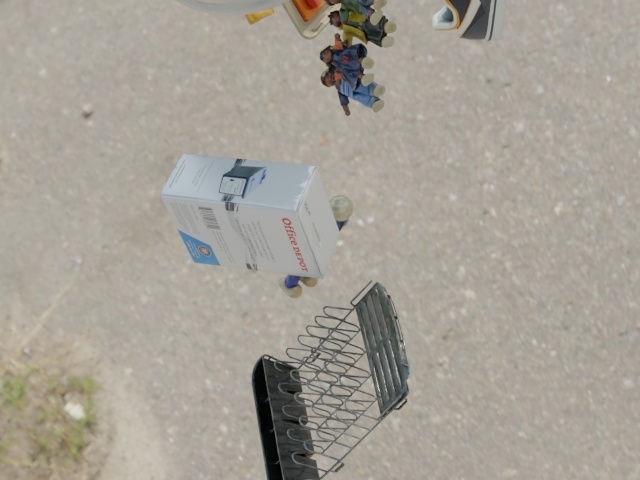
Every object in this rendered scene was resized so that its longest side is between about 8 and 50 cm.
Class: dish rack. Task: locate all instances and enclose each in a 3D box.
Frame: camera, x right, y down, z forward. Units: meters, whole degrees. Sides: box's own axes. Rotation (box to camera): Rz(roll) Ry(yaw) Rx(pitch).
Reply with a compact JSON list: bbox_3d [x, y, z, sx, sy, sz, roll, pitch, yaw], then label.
[{"bbox_3d":[0.014,0.187,1.484,0.271,0.074,0.208,-50,39,36],"label":"dish rack"}]

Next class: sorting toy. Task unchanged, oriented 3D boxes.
[{"bbox_3d":[-0.023,-0.489,2.044,0.047,0.196,0.347,-13,31,46],"label":"sorting toy"}]

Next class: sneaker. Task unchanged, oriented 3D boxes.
[{"bbox_3d":[0.249,-0.467,1.843,0.127,0.321,0.126,1,41,0],"label":"sneaker"}]

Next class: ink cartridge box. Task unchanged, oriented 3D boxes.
[{"bbox_3d":[-0.086,-0.030,1.432,0.191,0.139,0.082,6,53,21],"label":"ink cartridge box"}]

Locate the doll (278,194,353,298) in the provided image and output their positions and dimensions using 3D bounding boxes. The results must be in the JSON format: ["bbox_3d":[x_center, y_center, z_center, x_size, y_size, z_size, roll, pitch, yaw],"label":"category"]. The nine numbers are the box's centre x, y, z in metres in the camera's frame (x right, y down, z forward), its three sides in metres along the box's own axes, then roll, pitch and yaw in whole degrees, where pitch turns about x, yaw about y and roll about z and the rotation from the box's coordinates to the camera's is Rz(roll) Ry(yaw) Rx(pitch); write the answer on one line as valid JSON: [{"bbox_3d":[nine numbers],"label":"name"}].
[{"bbox_3d":[0.000,0.000,1.630,0.046,0.189,0.129,43,46,15],"label":"doll"}]

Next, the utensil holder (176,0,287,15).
[{"bbox_3d":[-0.160,-0.475,1.383,0.328,0.385,0.327,0,89,13],"label":"utensil holder"}]

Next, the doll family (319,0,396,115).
[{"bbox_3d":[0.041,-0.259,1.511,0.111,0.076,0.193,25,112,37],"label":"doll family"}]
